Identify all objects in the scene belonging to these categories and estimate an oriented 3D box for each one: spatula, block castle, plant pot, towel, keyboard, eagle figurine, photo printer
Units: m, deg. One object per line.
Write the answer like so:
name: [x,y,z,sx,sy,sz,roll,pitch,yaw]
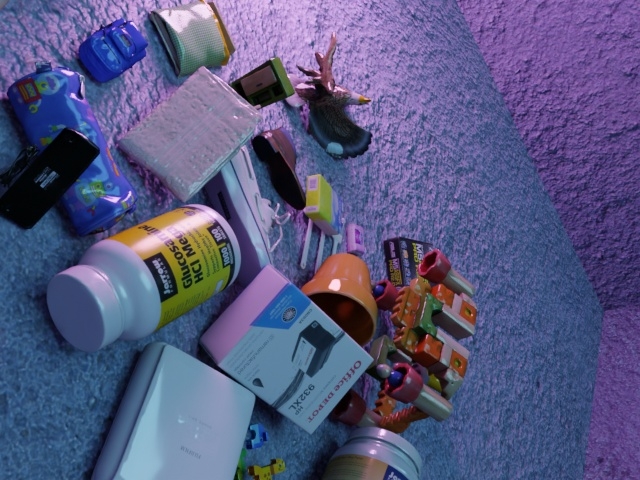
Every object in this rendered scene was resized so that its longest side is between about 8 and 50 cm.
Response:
spatula: [0.000,0.000,1.803,0.168,0.019,0.242,43,47,-42]
block castle: [0.205,0.254,1.717,0.212,0.303,0.453,37,48,-15]
plant pot: [0.048,0.138,1.668,0.205,0.205,0.188,52,32,-26]
towel: [-0.267,-0.228,1.418,0.187,0.049,0.282,41,61,-2]
keyboard: [-0.471,-0.116,1.136,0.192,0.038,0.100,-47,124,1]
eagle figurine: [0.042,-0.389,1.899,0.226,0.225,0.298,-46,158,-7]
photo printer: [-0.265,0.376,1.229,0.256,0.107,0.308,39,48,-30]

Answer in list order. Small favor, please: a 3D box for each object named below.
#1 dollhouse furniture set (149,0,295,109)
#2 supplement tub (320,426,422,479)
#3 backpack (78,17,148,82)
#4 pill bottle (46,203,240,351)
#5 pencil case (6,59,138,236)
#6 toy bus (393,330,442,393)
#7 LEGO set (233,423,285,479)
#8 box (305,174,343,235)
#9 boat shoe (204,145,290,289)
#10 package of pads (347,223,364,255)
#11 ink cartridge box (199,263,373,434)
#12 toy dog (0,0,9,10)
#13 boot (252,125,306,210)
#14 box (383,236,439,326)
dollhouse furniture set: [-0.224,-0.431,1.558,0.197,0.151,0.302,-40,108,-51]
supplement tub: [0.096,0.608,1.520,0.228,0.228,0.316,56,40,-22]
backpack: [-0.415,-0.382,1.338,0.098,0.101,0.120,53,45,-16]
pill bottle: [-0.313,0.066,1.224,0.334,0.187,0.188,-33,103,-52]
pencil case: [-0.436,-0.163,1.203,0.119,0.133,0.306,-131,-162,-79]
toy bus: [0.304,0.374,1.974,0.191,0.202,0.104,37,80,-48]
LEGO set: [-0.130,0.456,1.402,0.093,0.087,0.227,5,74,-51]
box: [0.013,-0.087,1.766,0.178,0.042,0.109,44,45,-60]
boat shoe: [-0.147,-0.054,1.525,0.156,0.135,0.367,-19,86,-36]
package of pads: [0.100,-0.002,1.916,0.050,0.032,0.083,22,61,-48]
ink cartridge box: [-0.067,0.238,1.447,0.223,0.129,0.307,-49,123,-7]
toy dog: [-0.577,-0.420,0.882,0.395,0.407,0.285,-16,89,-54]
boot: [-0.078,-0.190,1.716,0.106,0.082,0.219,-44,110,-47]
box: [0.293,0.133,2.093,0.216,0.060,0.270,11,69,-50]
